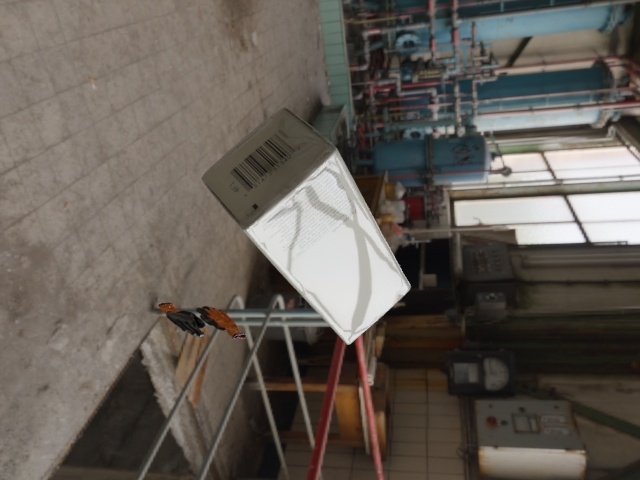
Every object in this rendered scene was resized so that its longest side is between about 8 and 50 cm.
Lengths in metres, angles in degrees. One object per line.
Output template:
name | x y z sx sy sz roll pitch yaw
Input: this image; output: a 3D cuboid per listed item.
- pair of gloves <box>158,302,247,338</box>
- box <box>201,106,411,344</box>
pair of gloves | -0.129 0.087 0.595 0.083 0.074 0.010 11 104 -48
box | 0.000 0.000 0.582 0.094 0.113 0.275 45 -7 38
